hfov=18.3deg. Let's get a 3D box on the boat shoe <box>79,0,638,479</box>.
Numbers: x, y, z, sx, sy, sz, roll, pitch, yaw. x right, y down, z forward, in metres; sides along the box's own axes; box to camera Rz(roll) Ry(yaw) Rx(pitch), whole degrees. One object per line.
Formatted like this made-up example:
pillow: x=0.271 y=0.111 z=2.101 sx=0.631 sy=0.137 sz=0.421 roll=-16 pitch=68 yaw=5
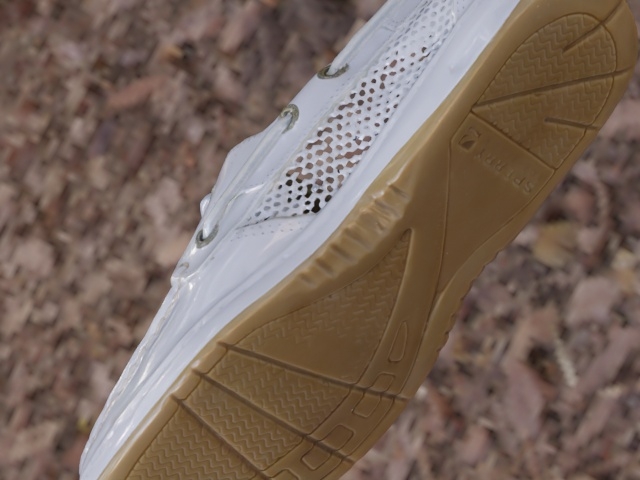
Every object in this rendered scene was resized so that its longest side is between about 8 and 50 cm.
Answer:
boat shoe: x=0.000 y=0.000 z=0.746 sx=0.277 sy=0.098 sz=0.096 roll=-49 pitch=45 yaw=2
